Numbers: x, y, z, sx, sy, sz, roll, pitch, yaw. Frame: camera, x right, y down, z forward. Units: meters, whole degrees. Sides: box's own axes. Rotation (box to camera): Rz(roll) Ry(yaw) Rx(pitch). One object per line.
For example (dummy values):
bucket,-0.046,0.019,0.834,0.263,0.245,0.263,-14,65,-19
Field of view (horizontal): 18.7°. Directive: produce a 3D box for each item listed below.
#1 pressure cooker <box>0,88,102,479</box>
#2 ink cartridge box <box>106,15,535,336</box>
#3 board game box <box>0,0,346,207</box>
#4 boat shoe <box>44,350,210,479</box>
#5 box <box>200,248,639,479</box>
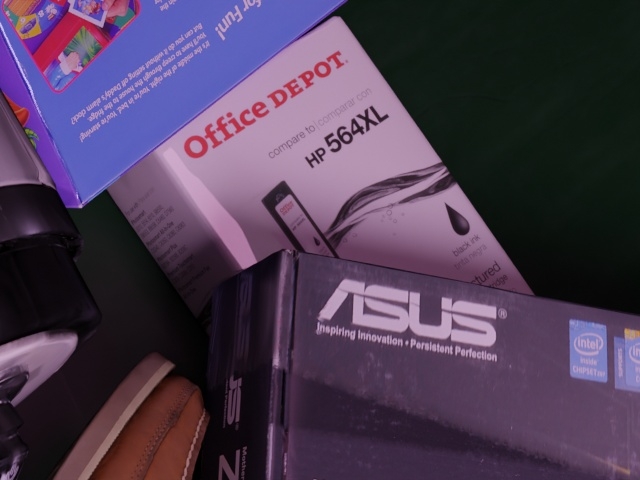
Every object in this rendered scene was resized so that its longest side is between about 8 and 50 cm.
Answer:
pressure cooker,-0.299,0.008,0.802,0.370,0.375,0.420,-28,85,-30
ink cartridge box,0.000,0.000,1.091,0.148,0.086,0.203,-36,91,-27
board game box,-0.082,-0.205,1.041,0.347,0.078,0.233,-41,120,-37
boat shoe,-0.101,0.168,0.858,0.104,0.111,0.307,32,36,-2
box,0.127,0.196,0.998,0.395,0.097,0.318,12,69,-25
